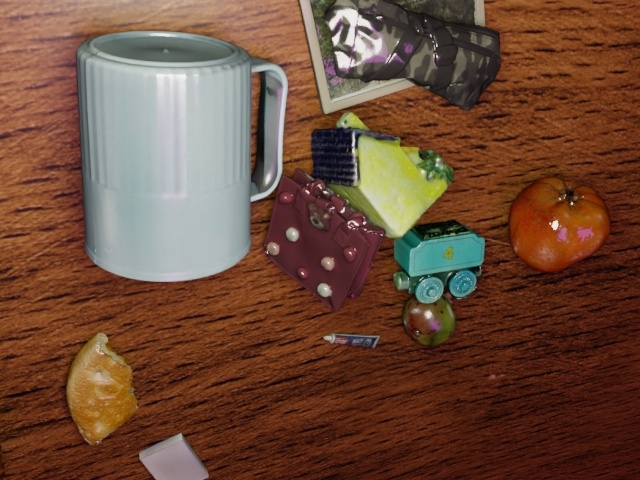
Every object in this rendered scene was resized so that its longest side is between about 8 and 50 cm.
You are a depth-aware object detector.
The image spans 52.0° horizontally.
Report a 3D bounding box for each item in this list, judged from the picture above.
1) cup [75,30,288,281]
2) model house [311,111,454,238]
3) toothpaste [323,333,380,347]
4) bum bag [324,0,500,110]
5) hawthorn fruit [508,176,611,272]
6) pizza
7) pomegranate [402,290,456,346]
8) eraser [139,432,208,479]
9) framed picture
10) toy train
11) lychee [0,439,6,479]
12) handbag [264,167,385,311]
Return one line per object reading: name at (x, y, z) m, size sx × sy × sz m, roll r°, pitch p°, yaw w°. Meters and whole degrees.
cup at (-0.196, -0.137, 0.994) m, size 0.331 × 0.257 × 0.311 m, roll -4°, pitch 120°, yaw -16°
model house at (0.085, -0.140, 1.141) m, size 0.170 × 0.194 × 0.211 m, roll -45°, pitch 112°, yaw -9°
toothpaste at (0.069, 0.219, 1.450) m, size 0.140 × 0.021 × 0.037 m, roll 9°, pitch 121°, yaw -27°
bum bag at (0.159, -0.313, 1.091) m, size 0.340 × 0.095 × 0.144 m, roll 8°, pitch 103°, yaw -26°
hawthorn fruit at (0.479, -0.017, 1.363) m, size 0.196 × 0.196 × 0.225 m, roll -6°, pitch 137°, yaw -17°
pizza at (-0.432, 0.296, 1.293) m, size 0.134 × 0.056 × 0.271 m, roll -7°, pitch 121°, yaw -14°
pomegranate at (0.235, 0.165, 1.426) m, size 0.130 × 0.130 × 0.130 m, roll -9°, pitch 122°, yaw -15°
eraser at (-0.329, 0.506, 1.477) m, size 0.104 × 0.023 × 0.150 m, roll -24°, pitch 125°, yaw -5°
framed picture at (0.130, -0.369, 1.114) m, size 0.324 × 0.020 × 0.240 m, roll -18°, pitch 125°, yaw -9°
toy train at (0.245, 0.040, 1.356) m, size 0.198 × 0.107 × 0.154 m, roll -9°, pitch 115°, yaw -15°
lychee at (-0.699, 0.432, 1.158) m, size 0.275 × 0.304 × 0.276 m, roll -19°, pitch 158°, yaw -8°
handbag at (-0.002, 0.002, 1.157) m, size 0.074 × 0.203 × 0.216 m, roll -36°, pitch 156°, yaw -37°
